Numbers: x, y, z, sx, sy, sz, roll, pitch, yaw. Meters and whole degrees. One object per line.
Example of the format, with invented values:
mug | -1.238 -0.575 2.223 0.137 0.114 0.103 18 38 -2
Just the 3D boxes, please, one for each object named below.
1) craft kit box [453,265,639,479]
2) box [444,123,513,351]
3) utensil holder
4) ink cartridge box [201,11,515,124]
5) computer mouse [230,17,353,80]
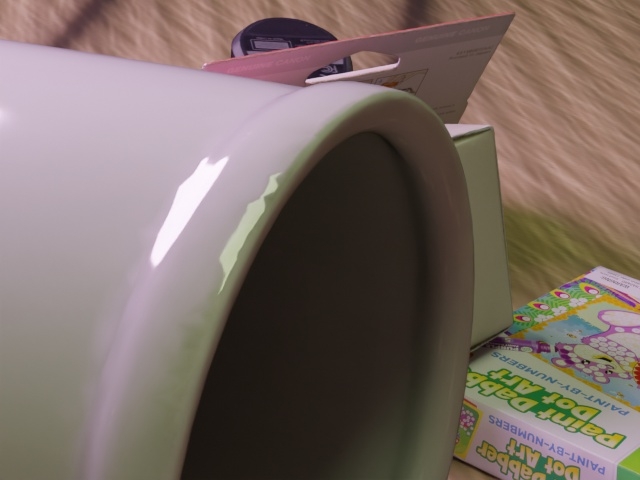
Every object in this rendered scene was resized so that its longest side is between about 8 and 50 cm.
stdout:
craft kit box | 0.224 0.112 1.108 0.250 0.061 0.246 22 32 35
box | 0.000 0.000 1.134 0.232 0.149 0.127 5 18 40
utensil holder | -0.163 0.061 0.781 0.385 0.328 0.327 11 25 22
ink cartridge box | -0.007 -0.105 1.316 0.275 0.239 0.060 -13 60 -26
computer mouse | -0.029 -0.120 1.572 0.188 0.072 0.272 3 36 -9
